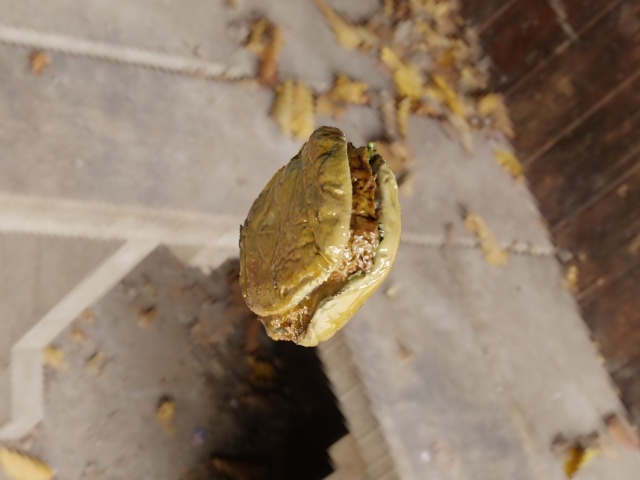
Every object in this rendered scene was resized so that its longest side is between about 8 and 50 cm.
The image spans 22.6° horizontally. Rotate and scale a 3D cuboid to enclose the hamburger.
[{"bbox_3d":[0.000,0.000,0.636,0.044,0.083,0.076,21,50,-26],"label":"hamburger"}]
